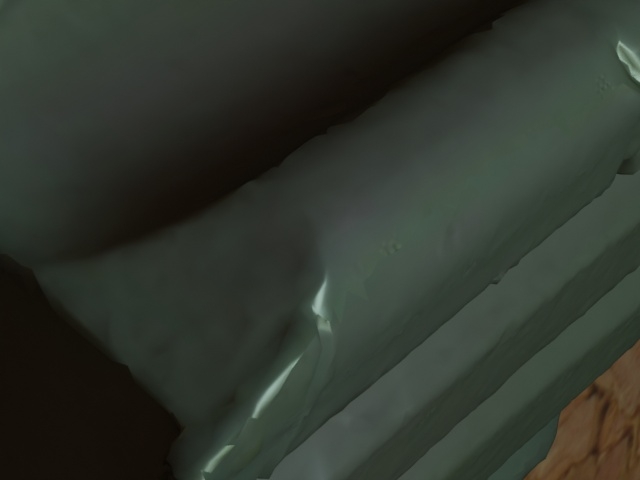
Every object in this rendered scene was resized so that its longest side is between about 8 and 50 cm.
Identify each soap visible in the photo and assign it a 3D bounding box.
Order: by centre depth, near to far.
[{"bbox_3d":[0.000,0.000,0.680,0.435,0.213,0.350,-36,154,-38],"label":"soap"}]
